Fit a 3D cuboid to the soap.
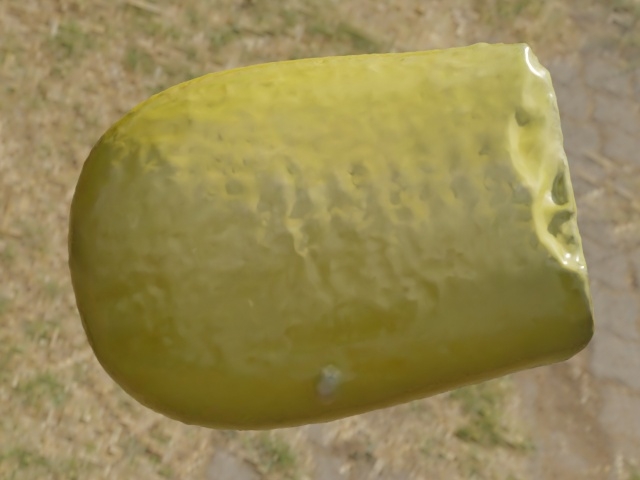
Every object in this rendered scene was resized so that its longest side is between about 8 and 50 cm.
[{"bbox_3d":[0.001,0.000,1.397,0.427,0.306,0.115,-8,4,4],"label":"soap"}]
